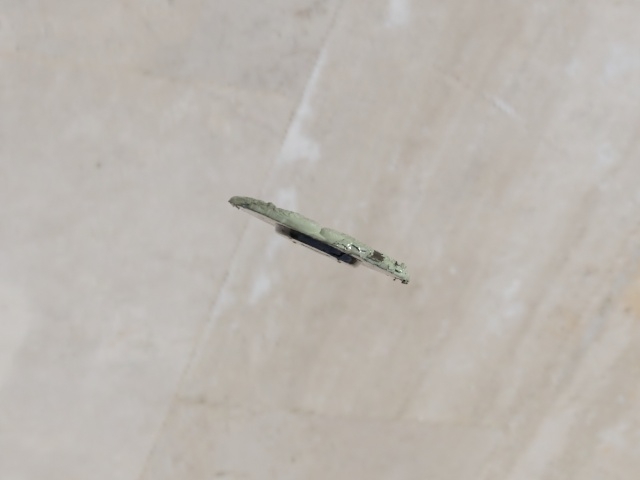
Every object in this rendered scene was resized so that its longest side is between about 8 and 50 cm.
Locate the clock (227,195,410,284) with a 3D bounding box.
[{"bbox_3d":[0.000,0.000,0.649,0.074,0.083,0.010,23,87,3],"label":"clock"}]
